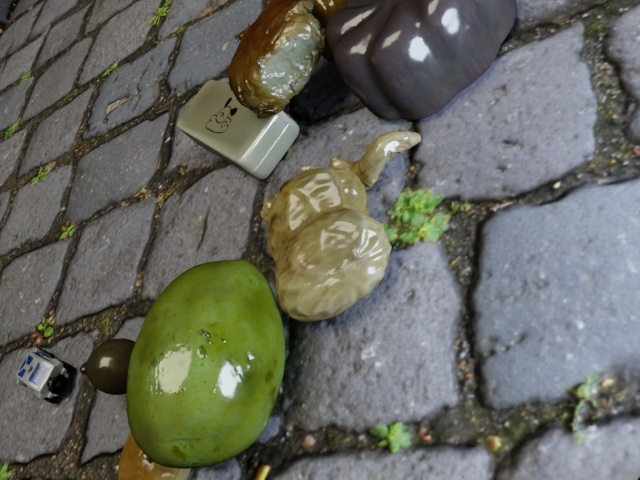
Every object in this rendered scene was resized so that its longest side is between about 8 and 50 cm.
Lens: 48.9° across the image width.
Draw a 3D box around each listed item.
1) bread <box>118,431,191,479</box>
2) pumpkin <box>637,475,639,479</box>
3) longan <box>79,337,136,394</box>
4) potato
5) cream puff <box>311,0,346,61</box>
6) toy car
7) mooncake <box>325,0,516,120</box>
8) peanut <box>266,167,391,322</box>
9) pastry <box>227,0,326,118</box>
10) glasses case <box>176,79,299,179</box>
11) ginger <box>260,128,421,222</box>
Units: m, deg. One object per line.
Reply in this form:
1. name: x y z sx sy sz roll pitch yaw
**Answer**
1. bread: -0.249 0.324 1.054 0.125 0.082 0.106 1 56 40
2. pumpkin: 0.342 0.222 0.618 0.073 0.035 0.101 -47 36 -12
3. longan: -0.355 0.218 1.213 0.119 0.106 0.106 -6 55 16
4. potato: -0.158 0.170 0.992 0.215 0.216 0.304 -24 41 29
5. cream puff: 0.026 -0.413 1.297 0.115 0.165 0.150 -31 -7 -22
6. toy car: -0.552 0.263 1.391 0.170 0.070 0.080 10 68 47
7. mooncake: 0.152 -0.351 1.126 0.306 0.154 0.306 -25 44 27
8. peanut: 0.000 0.000 1.030 0.196 0.110 0.233 -37 47 23
9. pastry: -0.079 -0.324 1.239 0.218 0.100 0.229 -2 61 54
10. glasses case: -0.171 -0.226 1.394 0.131 0.070 0.313 -54 40 -2
11. ginger: 0.027 -0.101 1.118 0.288 0.075 0.089 -32 80 21
